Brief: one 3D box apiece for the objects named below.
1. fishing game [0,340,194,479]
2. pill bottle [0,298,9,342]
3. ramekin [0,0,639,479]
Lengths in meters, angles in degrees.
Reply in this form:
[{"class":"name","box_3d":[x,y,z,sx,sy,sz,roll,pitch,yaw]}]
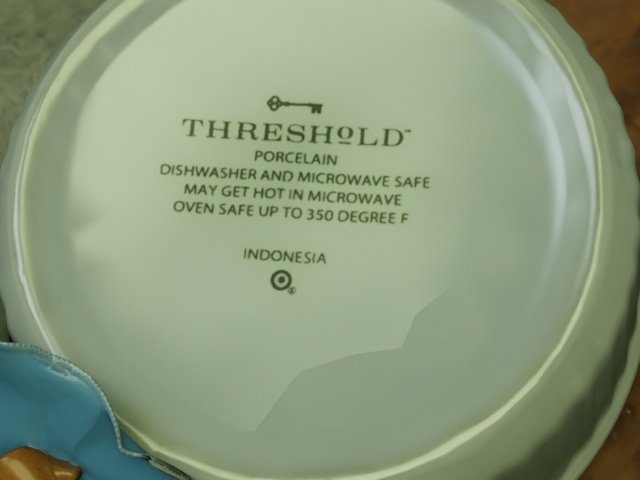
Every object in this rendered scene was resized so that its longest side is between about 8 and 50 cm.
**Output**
[{"class":"fishing game","box_3d":[-0.123,0.113,0.418,0.189,0.041,0.264,-38,100,25]},{"class":"pill bottle","box_3d":[-0.240,0.039,0.495,0.208,0.117,0.118,2,72,5]},{"class":"ramekin","box_3d":[0.000,0.000,0.483,0.272,0.127,0.273,-2,74,5]}]
